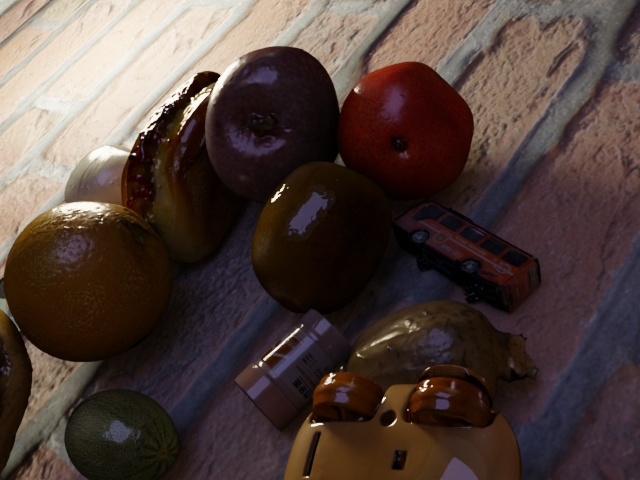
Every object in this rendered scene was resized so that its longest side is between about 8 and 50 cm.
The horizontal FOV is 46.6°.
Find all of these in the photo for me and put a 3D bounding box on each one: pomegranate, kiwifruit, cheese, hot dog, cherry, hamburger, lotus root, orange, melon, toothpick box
[{"bbox_3d":[0.141,-0.179,1.209,0.221,0.221,0.256,-5,24,26],"label":"pomegranate"},{"bbox_3d":[0.000,0.000,1.122,0.196,0.196,0.234,11,74,37],"label":"kiwifruit"},{"bbox_3d":[-0.416,-0.106,1.491,0.198,0.154,0.189,22,69,41],"label":"cheese"},{"bbox_3d":[-0.227,-0.165,1.389,0.185,0.223,0.405,7,55,31],"label":"hot dog"},{"bbox_3d":[-0.069,-0.193,1.257,0.221,0.307,0.261,14,100,24],"label":"cherry"},{"bbox_3d":[-0.555,0.245,1.180,0.259,0.144,0.283,39,112,38],"label":"hamburger"},{"bbox_3d":[0.134,0.157,0.940,0.257,0.140,0.154,-16,37,19],"label":"lotus root"},{"bbox_3d":[-0.379,0.064,1.225,0.274,0.274,0.274,-16,44,16],"label":"orange"},{"bbox_3d":[-0.288,0.282,1.063,0.192,0.139,0.139,6,54,37],"label":"melon"},{"bbox_3d":[-0.034,0.180,1.042,0.149,0.098,0.098,-42,43,-13],"label":"toothpick box"}]

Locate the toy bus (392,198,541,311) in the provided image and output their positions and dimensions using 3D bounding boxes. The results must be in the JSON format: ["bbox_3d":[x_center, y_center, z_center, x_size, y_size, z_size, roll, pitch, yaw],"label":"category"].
[{"bbox_3d":[0.205,0.017,1.086,0.096,0.073,0.235,-34,42,-17],"label":"toy bus"}]

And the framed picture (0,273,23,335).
[{"bbox_3d":[-0.613,0.123,1.488,0.150,0.015,0.203,-43,43,-13],"label":"framed picture"}]

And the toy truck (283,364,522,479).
[{"bbox_3d":[0.084,0.268,0.812,0.288,0.211,0.204,-6,48,30],"label":"toy truck"}]
